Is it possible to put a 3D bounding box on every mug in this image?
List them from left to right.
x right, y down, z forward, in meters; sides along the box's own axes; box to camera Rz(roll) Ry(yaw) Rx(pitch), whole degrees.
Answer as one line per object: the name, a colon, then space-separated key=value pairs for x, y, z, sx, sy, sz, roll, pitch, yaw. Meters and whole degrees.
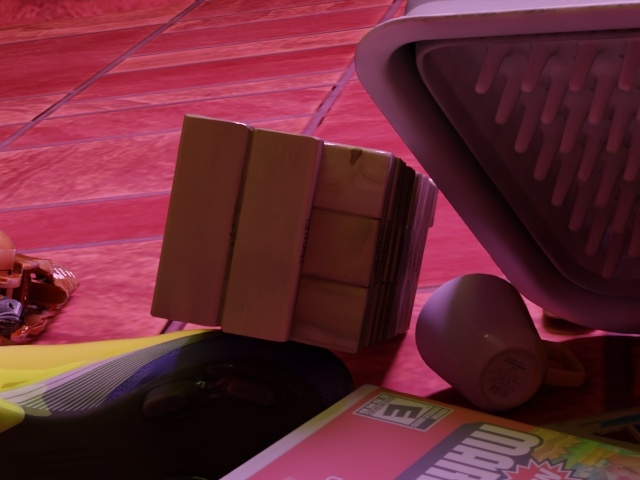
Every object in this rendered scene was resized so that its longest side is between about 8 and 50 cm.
mug: x=0.095 y=0.055 z=0.895 sx=0.078 sy=0.062 sz=0.064 roll=-18 pitch=25 yaw=-7

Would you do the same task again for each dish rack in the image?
dish rack: x=0.210 y=-0.046 z=0.814 sx=0.333 sy=0.285 sz=0.072 roll=1 pitch=59 yaw=34

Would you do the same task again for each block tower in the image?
block tower: x=0.000 y=0.000 z=0.884 sx=0.091 sy=0.097 sz=0.335 roll=11 pitch=2 yaw=8

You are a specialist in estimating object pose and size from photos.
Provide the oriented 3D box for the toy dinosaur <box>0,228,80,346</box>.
toy dinosaur: x=-0.258 y=0.035 z=1.057 sx=0.218 sy=0.164 sz=0.322 roll=11 pitch=-17 yaw=26

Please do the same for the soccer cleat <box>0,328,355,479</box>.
soccer cleat: x=-0.121 y=0.090 z=0.847 sx=0.289 sy=0.093 sz=0.121 roll=-2 pitch=7 yaw=17

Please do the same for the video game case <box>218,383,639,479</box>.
video game case: x=0.079 y=0.125 z=0.605 sx=0.285 sy=0.025 sz=0.204 roll=12 pitch=24 yaw=33

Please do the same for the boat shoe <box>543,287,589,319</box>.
boat shoe: x=0.160 y=0.010 z=1.038 sx=0.050 sy=0.045 sz=0.135 roll=-4 pitch=16 yaw=19

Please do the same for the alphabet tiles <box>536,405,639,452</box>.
alphabet tiles: x=0.170 y=0.128 z=0.679 sx=0.285 sy=0.011 sz=0.342 roll=-10 pitch=15 yaw=-6
